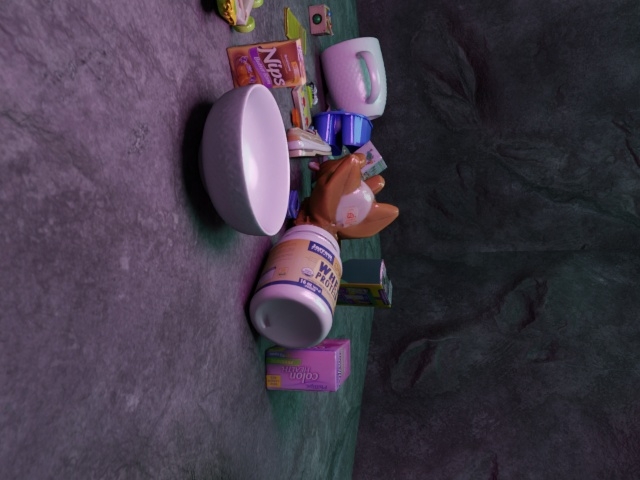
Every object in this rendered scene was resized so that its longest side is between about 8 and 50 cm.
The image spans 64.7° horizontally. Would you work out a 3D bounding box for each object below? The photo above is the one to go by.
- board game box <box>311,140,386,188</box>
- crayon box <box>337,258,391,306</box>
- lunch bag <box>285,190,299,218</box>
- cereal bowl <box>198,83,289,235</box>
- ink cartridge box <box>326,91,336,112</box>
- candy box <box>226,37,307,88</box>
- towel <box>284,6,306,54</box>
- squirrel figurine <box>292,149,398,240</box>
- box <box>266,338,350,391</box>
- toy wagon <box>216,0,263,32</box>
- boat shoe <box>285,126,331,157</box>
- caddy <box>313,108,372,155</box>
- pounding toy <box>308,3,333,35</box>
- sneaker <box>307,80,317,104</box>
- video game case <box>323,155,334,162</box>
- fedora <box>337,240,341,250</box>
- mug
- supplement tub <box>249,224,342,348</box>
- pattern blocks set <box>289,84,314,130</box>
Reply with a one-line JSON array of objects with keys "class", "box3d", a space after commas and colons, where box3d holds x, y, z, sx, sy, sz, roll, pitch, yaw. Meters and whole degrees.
[{"class": "board game box", "box3d": [0.128, -0.276, 2.158, 0.098, 0.303, 0.224, 56, 9, 9]}, {"class": "crayon box", "box3d": [0.106, 0.168, 1.971, 0.363, 0.312, 0.106, 58, 36, -66]}, {"class": "lunch bag", "box3d": [-0.102, -0.116, 1.656, 0.067, 0.065, 0.099, 74, 19, -47]}, {"class": "cereal bowl", "box3d": [-0.181, -0.178, 1.158, 0.339, 0.141, 0.340, -1, 90, -77]}, {"class": "ink cartridge box", "box3d": [0.054, -0.615, 2.473, 0.232, 0.066, 0.189, -60, 153, -27]}, {"class": "candy box", "box3d": [-0.135, -0.447, 1.288, 0.053, 0.186, 0.109, -70, 155, -59]}, {"class": "towel", "box3d": [-0.090, -0.778, 1.886, 0.237, 0.021, 0.102, -15, 102, -76]}, {"class": "squirrel figurine", "box3d": [0.028, -0.146, 1.785, 0.281, 0.397, 0.370, 38, 13, -30]}, {"class": "box", "box3d": [-0.031, 0.381, 1.576, 0.243, 0.213, 0.118, 6, 83, -76]}, {"class": "toy wagon", "box3d": [-0.205, -0.642, 1.208, 0.267, 0.068, 0.345, 86, 10, -54]}, {"class": "boat shoe", "box3d": [-0.037, -0.353, 1.831, 0.302, 0.113, 0.104, -23, 107, -69]}, {"class": "caddy", "box3d": [0.099, -0.476, 2.190, 0.341, 0.241, 0.180, 4, 89, -78]}, {"class": "pounding toy", "box3d": [0.012, -0.937, 2.169, 0.141, 0.100, 0.130, -53, 139, -70]}, {"class": "sneaker", "box3d": [-0.038, -0.608, 2.066, 0.069, 0.038, 0.098, 63, 19, -58]}, {"class": "video game case", "box3d": [0.042, -0.320, 2.397, 0.173, 0.022, 0.191, 28, 61, -75]}, {"class": "fedora", "box3d": [0.000, 0.000, 1.975, 0.079, 0.194, 0.195, -12, 103, -37]}, {"class": "mug", "box3d": [0.178, -0.714, 2.267, 0.374, 0.275, 0.329, -171, -113, -76]}, {"class": "supplement tub", "box3d": [-0.060, 0.123, 1.453, 0.316, 0.228, 0.229, -75, 159, -50]}, {"class": "pattern blocks set", "box3d": [-0.071, -0.515, 1.922, 0.285, 0.026, 0.325, -65, 151, -62]}]
